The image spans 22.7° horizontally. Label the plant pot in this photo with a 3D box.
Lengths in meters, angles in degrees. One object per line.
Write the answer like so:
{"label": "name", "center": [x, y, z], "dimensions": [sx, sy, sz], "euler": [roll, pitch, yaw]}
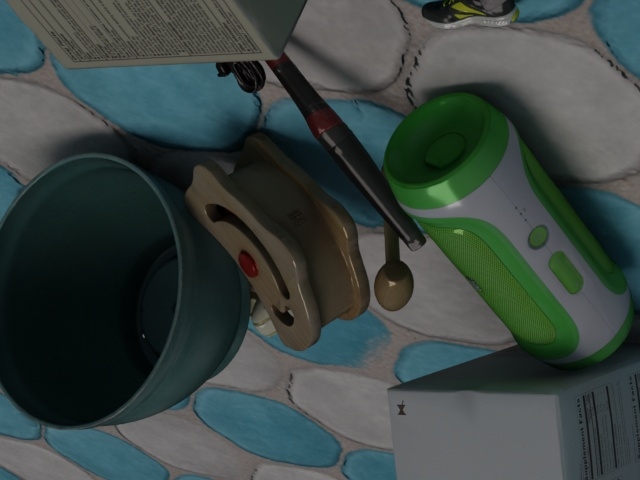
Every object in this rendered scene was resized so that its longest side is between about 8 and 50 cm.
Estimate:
{"label": "plant pot", "center": [-0.201, 0.065, 1.744], "dimensions": [0.293, 0.293, 0.196], "euler": [1, 172, 36]}

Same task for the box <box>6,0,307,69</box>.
{"label": "box", "center": [-0.136, -0.233, 1.291], "dimensions": [0.232, 0.126, 0.148], "euler": [2, 146, 34]}

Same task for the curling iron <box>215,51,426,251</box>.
{"label": "curling iron", "center": [0.002, -0.098, 1.442], "dimensions": [0.274, 0.035, 0.068], "euler": [46, 145, -2]}

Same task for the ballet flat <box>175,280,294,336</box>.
{"label": "ballet flat", "center": [-0.077, 0.074, 1.841], "dimensions": [0.241, 0.077, 0.091], "euler": [1, 144, 34]}

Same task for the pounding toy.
{"label": "pounding toy", "center": [0.000, 0.000, 1.584], "dimensions": [0.269, 0.155, 0.154], "euler": [44, 151, 30]}

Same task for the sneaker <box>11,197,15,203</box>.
{"label": "sneaker", "center": [-0.313, 0.052, 1.931], "dimensions": [0.090, 0.115, 0.232], "euler": [-3, 143, 40]}

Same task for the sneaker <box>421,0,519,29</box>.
{"label": "sneaker", "center": [0.119, -0.193, 1.284], "dimensions": [0.083, 0.031, 0.035], "euler": [1, 132, 27]}

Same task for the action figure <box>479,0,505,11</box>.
{"label": "action figure", "center": [0.044, -0.285, 1.026], "dimensions": [0.341, 0.178, 0.330], "euler": [-10, 129, 43]}

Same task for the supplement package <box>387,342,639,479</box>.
{"label": "supplement package", "center": [0.230, 0.221, 1.612], "dimensions": [0.199, 0.198, 0.263], "euler": [-3, -175, 39]}

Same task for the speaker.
{"label": "speaker", "center": [0.178, -0.003, 1.466], "dimensions": [0.131, 0.131, 0.296], "euler": [-3, 143, 40]}
